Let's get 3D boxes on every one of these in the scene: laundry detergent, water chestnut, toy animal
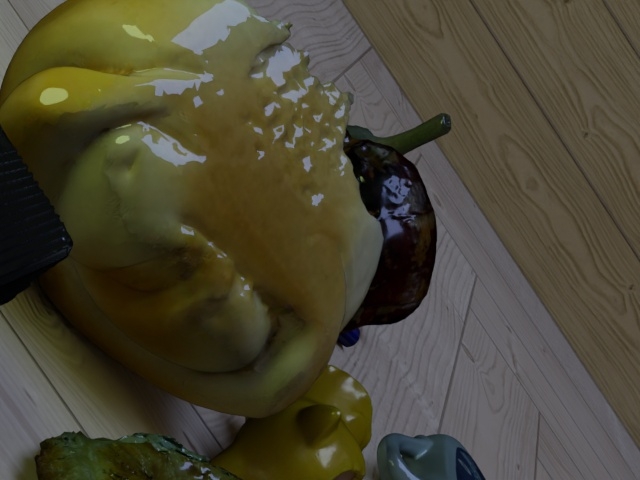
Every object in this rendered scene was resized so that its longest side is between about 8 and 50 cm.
[{"bbox_3d":[0.133,0.335,2.023,0.214,0.105,0.280,67,18,12],"label":"laundry detergent"},{"bbox_3d":[0.000,0.000,2.011,0.289,0.289,0.244,62,-13,18],"label":"water chestnut"},{"bbox_3d":[-0.019,0.202,1.717,0.156,0.156,0.230,57,13,-2],"label":"toy animal"}]

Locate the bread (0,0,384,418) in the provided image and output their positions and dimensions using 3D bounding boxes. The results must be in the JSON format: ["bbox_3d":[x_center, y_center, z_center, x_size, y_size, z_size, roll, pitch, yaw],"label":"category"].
[{"bbox_3d":[-0.114,-0.034,1.528,0.424,0.329,0.245,56,13,-30],"label":"bread"}]

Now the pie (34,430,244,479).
[{"bbox_3d":[-0.084,0.273,1.338,0.355,0.103,0.288,44,6,6],"label":"pie"}]

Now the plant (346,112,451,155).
[{"bbox_3d":[0.026,-0.071,2.229,0.297,0.261,0.306,18,-8,46],"label":"plant"}]

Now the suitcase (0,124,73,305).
[{"bbox_3d":[-0.325,-0.027,1.171,0.229,0.152,0.335,58,14,-2],"label":"suitcase"}]

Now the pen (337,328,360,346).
[{"bbox_3d":[-0.029,0.065,2.204,0.269,0.033,0.033,44,19,-41],"label":"pen"}]
